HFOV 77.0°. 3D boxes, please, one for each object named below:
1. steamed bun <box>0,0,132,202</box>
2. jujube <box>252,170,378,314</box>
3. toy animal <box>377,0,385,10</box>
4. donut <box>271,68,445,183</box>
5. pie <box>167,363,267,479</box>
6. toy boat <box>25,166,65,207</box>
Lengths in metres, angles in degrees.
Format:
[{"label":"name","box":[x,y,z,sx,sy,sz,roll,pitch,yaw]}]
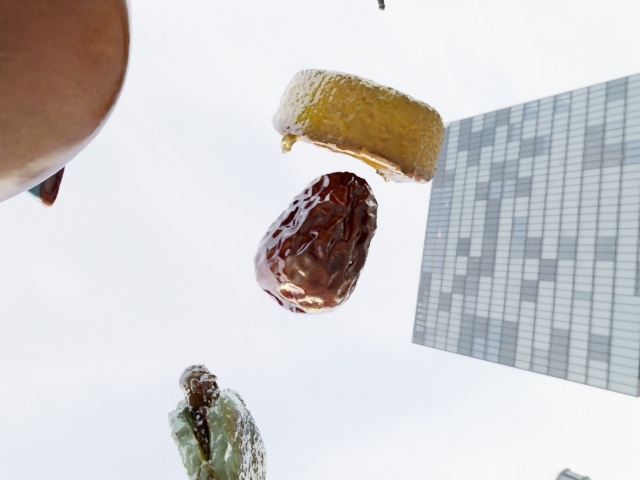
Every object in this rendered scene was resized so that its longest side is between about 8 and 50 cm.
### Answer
[{"label":"steamed bun","box":[-0.348,-0.156,0.330,0.379,0.235,0.248,-33,-40,-20]},{"label":"jujube","box":[0.000,0.000,0.596,0.155,0.155,0.230,43,-124,-31]},{"label":"toy animal","box":[0.112,-0.553,0.743,0.137,0.082,0.269,50,-135,-40]},{"label":"donut","box":[0.049,-0.150,0.556,0.253,0.253,0.118,10,-77,-39]},{"label":"pie","box":[-0.160,0.365,0.686,0.105,0.257,0.274,-23,-37,-3]},{"label":"toy boat","box":[-0.443,-0.202,0.613,0.136,0.392,0.079,-33,-36,7]}]
